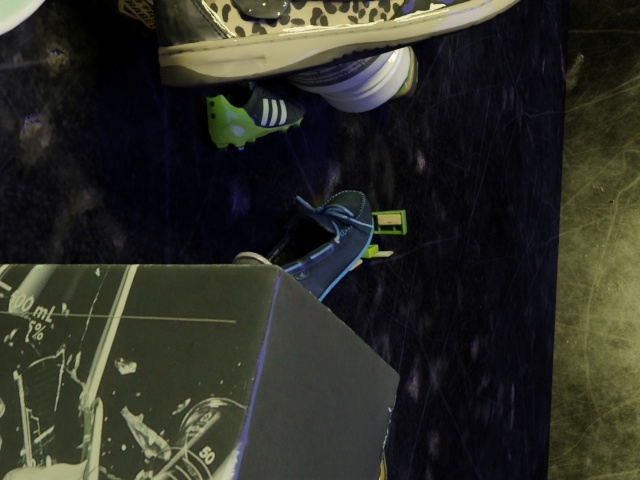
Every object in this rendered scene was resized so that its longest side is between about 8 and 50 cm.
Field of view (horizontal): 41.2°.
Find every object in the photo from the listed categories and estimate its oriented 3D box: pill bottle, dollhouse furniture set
[{"bbox_3d":[-0.007,-0.282,0.990,0.318,0.176,0.176,42,53,-56],"label":"pill bottle"},{"bbox_3d":[0.078,-0.007,1.290,0.152,0.059,0.076,-29,115,-61],"label":"dollhouse furniture set"}]

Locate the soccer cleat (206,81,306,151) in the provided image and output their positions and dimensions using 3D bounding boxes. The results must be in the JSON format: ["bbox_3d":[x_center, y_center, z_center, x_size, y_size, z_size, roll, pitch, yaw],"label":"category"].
[{"bbox_3d":[-0.070,-0.157,0.995,0.179,0.060,0.072,-35,119,-56],"label":"soccer cleat"}]

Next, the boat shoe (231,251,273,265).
[{"bbox_3d":[-0.070,0.113,0.975,0.065,0.075,0.206,-54,141,-55],"label":"boat shoe"}]

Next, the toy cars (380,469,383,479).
[{"bbox_3d":[-0.023,0.410,1.062,0.176,0.087,0.393,48,51,-46],"label":"toy cars"}]

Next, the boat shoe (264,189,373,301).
[{"bbox_3d":[0.000,0.000,1.083,0.258,0.109,0.089,-59,137,-49],"label":"boat shoe"}]

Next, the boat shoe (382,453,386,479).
[{"bbox_3d":[0.069,0.264,1.250,0.080,0.074,0.223,1,89,-64],"label":"boat shoe"}]

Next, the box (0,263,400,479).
[{"bbox_3d":[-0.162,0.186,0.485,0.179,0.343,0.312,48,47,-53],"label":"box"}]

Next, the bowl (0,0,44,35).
[{"bbox_3d":[-0.286,-0.246,0.442,0.312,0.163,0.311,4,86,-63],"label":"bowl"}]

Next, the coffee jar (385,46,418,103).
[{"bbox_3d":[0.085,-0.278,1.284,0.184,0.079,0.096,30,61,-59],"label":"coffee jar"}]

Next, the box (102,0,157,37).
[{"bbox_3d":[-0.172,-0.388,0.772,0.257,0.079,0.321,42,53,-58],"label":"box"}]

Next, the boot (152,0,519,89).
[{"bbox_3d":[0.008,-0.305,0.754,0.378,0.138,0.284,-18,106,-17],"label":"boot"}]
